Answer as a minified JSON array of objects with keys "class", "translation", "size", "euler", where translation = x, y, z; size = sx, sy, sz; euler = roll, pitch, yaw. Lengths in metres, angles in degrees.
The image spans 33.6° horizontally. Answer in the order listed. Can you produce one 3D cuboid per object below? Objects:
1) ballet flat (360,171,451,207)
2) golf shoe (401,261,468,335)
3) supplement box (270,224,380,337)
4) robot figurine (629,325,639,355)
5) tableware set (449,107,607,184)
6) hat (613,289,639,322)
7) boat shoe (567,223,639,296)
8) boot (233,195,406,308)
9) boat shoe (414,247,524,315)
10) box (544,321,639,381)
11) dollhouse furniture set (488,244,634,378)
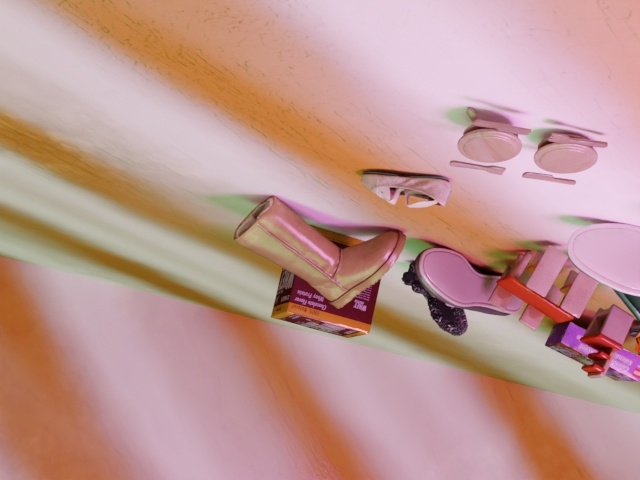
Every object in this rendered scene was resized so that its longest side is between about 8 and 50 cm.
[{"class":"ballet flat","translation":[0.136,-0.083,1.764],"size":[0.168,0.052,0.057],"euler":[5,165,31]},{"class":"golf shoe","translation":[0.269,0.125,2.332],"size":[0.094,0.077,0.198],"euler":[6,-137,-57]},{"class":"supplement box","translation":[0.017,0.092,2.293],"size":[0.191,0.194,0.129],"euler":[17,166,-16]},{"class":"robot figurine","translation":[0.841,0.243,2.379],"size":[0.291,0.085,0.211],"euler":[-1,160,45]},{"class":"tableware set","translation":[0.284,-0.133,1.457],"size":[0.194,0.039,0.128],"euler":[8,156,-6]},{"class":"hat","translation":[0.641,0.065,1.961],"size":[0.173,0.183,0.208],"euler":[41,-167,-44]},{"class":"boat shoe","translation":[0.563,0.052,1.784],"size":[0.320,0.116,0.099],"euler":[11,166,0]},{"class":"boot","translation":[0.000,0.000,2.113],"size":[0.269,0.089,0.236],"euler":[37,116,-19]},{"class":"boat shoe","translation":[0.295,0.097,2.234],"size":[0.335,0.112,0.095],"euler":[19,161,-39]},{"class":"box","translation":[0.658,0.270,2.548],"size":[0.201,0.057,0.293],"euler":[26,176,8]},{"class":"dollhouse furniture set","translation":[0.461,0.142,2.059],"size":[0.259,0.135,0.262],"euler":[32,168,-1]}]
